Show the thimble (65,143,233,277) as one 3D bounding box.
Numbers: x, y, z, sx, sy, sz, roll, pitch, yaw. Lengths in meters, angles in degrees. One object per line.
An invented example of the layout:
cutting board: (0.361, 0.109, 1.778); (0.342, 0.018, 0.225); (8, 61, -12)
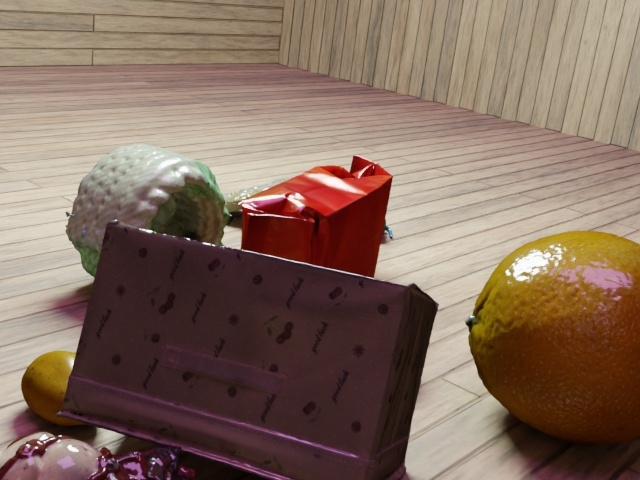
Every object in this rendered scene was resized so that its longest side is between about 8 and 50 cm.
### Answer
thimble: (-0.244, -0.026, 1.206); (0.150, 0.219, 0.219); (21, 23, 34)

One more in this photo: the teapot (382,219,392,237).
teapot: (0.108, -0.031, 1.602); (0.063, 0.049, 0.083); (9, 18, 6)

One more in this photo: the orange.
orange: (0.299, 0.111, 0.973); (0.264, 0.264, 0.264); (7, 18, -2)

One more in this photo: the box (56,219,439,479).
box: (-0.052, 0.110, 0.818); (0.297, 0.191, 0.225); (13, -4, 16)

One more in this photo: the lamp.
lamp: (-0.236, 0.205, 0.675); (0.253, 0.118, 0.118); (9, 18, 0)

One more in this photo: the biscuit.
biscuit: (-0.084, -0.092, 1.599); (0.289, 0.038, 0.141); (-15, 9, -10)

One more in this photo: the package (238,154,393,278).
package: (-0.001, 0.000, 1.240); (0.123, 0.196, 0.423); (18, 20, 17)

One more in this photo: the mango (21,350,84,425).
mango: (-0.265, 0.157, 0.883); (0.114, 0.061, 0.080); (25, 28, 33)
